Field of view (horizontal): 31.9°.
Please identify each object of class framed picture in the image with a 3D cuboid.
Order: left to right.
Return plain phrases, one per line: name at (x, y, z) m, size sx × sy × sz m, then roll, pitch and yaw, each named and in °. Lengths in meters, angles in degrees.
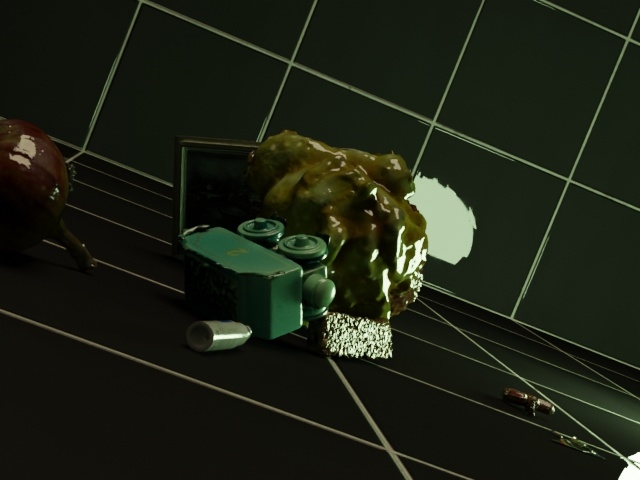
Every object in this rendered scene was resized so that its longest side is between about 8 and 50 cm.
framed picture at (-0.096, -0.056, 1.837) m, size 0.296 × 0.232 × 0.019 m, roll 3°, pitch 32°, yaw -3°

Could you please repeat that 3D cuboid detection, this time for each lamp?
lamp at (0.319, 0.252, 1.755) m, size 0.063 × 0.031 × 0.083 m, roll 21°, pitch 0°, yaw -42°

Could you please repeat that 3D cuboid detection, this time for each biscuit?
biscuit at (0.045, 0.134, 1.569) m, size 0.034 × 0.064 × 0.199 m, roll 0°, pitch -7°, yaw 33°

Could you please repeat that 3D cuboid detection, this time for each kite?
kite at (0.368, 0.293, 1.612) m, size 0.090 × 0.004 × 0.122 m, roll 25°, pitch 5°, yaw 33°

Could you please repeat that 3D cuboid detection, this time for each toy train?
toy train at (-0.084, 0.046, 1.462) m, size 0.163 × 0.112 × 0.203 m, roll -19°, pitch 28°, yaw -38°

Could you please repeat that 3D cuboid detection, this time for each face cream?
face cream at (-0.110, 0.107, 1.264) m, size 0.034 × 0.034 × 0.130 m, roll 23°, pitch 4°, yaw 18°

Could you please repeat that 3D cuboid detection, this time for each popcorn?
popcorn at (0.003, 0.011, 1.704) m, size 0.325 × 0.321 × 0.290 m, roll -16°, pitch 25°, yaw -18°

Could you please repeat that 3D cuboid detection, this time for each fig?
fig at (-0.358, -0.029, 1.323) m, size 0.160 × 0.231 × 0.143 m, roll 23°, pitch 47°, yaw 35°

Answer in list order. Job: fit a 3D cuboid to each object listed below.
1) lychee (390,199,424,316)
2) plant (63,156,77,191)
lychee at (0.058, 0.025, 2.023) m, size 0.271 × 0.271 × 0.271 m, roll 22°, pitch 4°, yaw -1°
plant at (-0.530, -0.136, 2.070) m, size 0.174 × 0.087 × 0.085 m, roll 26°, pitch -28°, yaw -30°
